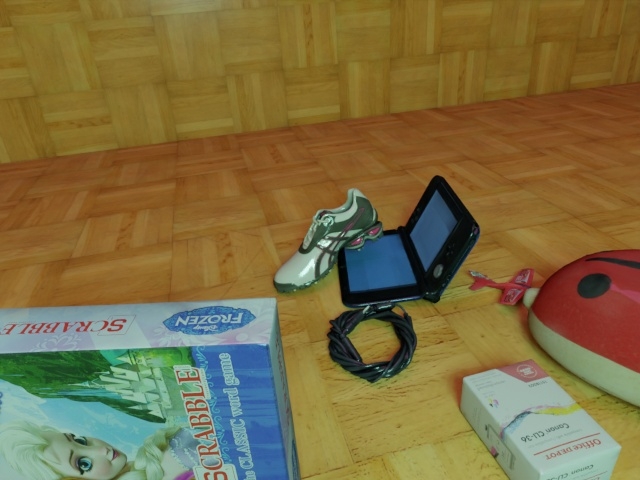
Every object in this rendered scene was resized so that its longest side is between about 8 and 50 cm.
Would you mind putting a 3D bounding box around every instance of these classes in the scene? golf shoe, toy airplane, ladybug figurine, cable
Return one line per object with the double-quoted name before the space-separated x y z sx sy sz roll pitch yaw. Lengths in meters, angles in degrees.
"golf shoe" 0.000 0.000 0.988 0.273 0.120 0.105 -36 28 -12
"toy airplane" 0.360 0.090 0.913 0.151 0.028 0.151 -3 27 1
"ladybug figurine" 0.539 0.123 0.686 0.449 0.162 0.305 11 32 26
"cable" 0.085 0.165 0.791 0.150 0.047 0.184 -1 29 6

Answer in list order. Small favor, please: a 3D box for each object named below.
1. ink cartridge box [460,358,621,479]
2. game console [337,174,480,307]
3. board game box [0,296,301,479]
"ink cartridge box" 0.279 0.248 0.587 0.115 0.067 0.198 -11 29 -14
"game console" 0.164 -0.009 0.987 0.173 0.250 0.293 20 26 -12
"board game box" -0.185 0.208 0.463 0.318 0.319 0.066 -3 28 3
